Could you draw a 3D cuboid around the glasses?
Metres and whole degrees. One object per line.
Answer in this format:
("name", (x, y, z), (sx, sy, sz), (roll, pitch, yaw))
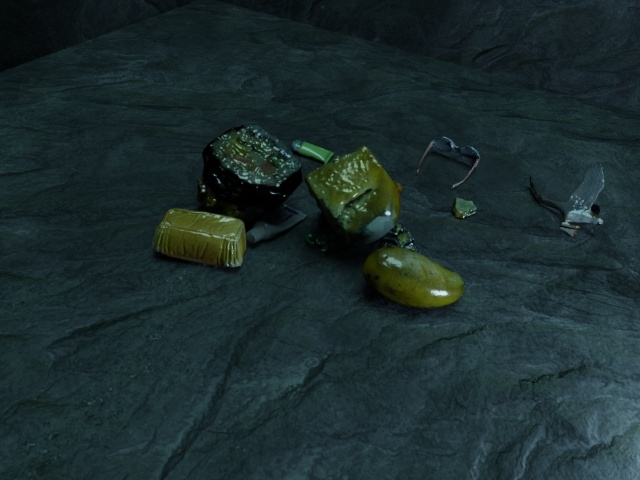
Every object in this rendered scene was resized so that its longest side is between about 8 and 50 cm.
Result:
("glasses", (0.551, -0.328, 2.263), (0.234, 0.118, 0.268), (28, 63, 19))

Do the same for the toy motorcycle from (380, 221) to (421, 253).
("toy motorcycle", (0.263, 0.001, 1.787), (0.124, 0.061, 0.193), (-11, 42, -12))

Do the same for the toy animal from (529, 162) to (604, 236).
("toy animal", (0.986, -0.153, 2.073), (0.285, 0.224, 0.302), (5, 47, 25))

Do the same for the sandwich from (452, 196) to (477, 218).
("sandwich", (0.566, -0.123, 2.015), (0.093, 0.035, 0.104), (18, 41, 9))

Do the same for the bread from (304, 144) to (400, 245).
("bread", (0.127, -0.111, 1.720), (0.239, 0.395, 0.263), (-31, 71, -2))

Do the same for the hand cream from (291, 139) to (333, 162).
("hand cream", (-0.038, -0.385, 2.206), (0.175, 0.045, 0.095), (23, 40, 6))

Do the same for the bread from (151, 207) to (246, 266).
("bread", (-0.379, -0.009, 1.622), (0.289, 0.119, 0.152), (10, 36, -1))

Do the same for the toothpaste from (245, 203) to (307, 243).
("toothpaste", (-0.163, -0.061, 1.783), (0.099, 0.068, 0.282), (51, 38, 2))

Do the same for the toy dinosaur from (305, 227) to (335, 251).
("toy dinosaur", (0.000, 0.000, 1.745), (0.096, 0.059, 0.132), (-10, 34, -11))

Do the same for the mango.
("mango", (0.288, 0.122, 1.579), (0.330, 0.175, 0.176), (26, 70, -11))

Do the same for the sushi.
("sushi", (-0.251, -0.199, 1.767), (0.329, 0.285, 0.328), (32, 39, 5))

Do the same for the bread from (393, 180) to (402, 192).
("bread", (0.262, -0.220, 2.067), (0.129, 0.044, 0.126), (25, 40, 23))
